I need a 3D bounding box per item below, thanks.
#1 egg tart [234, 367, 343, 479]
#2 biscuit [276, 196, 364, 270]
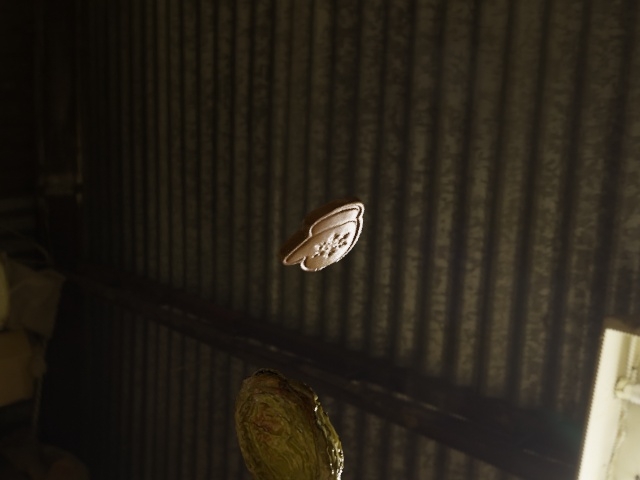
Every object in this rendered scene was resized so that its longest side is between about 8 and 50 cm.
[{"bbox_3d":[-0.047,0.338,1.312,0.279,0.095,0.278,23,-58,43],"label":"egg tart"},{"bbox_3d":[0.001,0.001,0.988,0.023,0.118,0.140,58,-16,25],"label":"biscuit"}]
